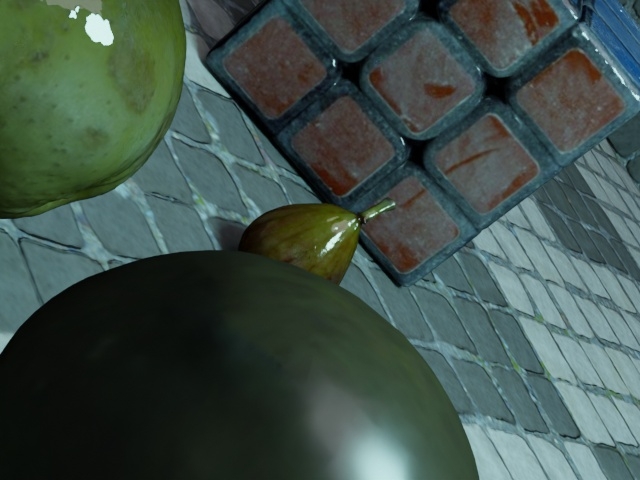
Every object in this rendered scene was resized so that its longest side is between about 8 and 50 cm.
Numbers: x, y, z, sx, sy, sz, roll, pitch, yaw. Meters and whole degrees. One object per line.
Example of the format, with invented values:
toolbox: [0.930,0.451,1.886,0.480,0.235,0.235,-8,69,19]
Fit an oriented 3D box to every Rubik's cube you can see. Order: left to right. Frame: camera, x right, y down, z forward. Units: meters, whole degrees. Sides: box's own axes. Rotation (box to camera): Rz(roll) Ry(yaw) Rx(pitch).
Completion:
Rubik's cube: [0.118,-0.190,1.512,0.305,0.303,0.301,51,20,-8]

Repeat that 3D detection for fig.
fig: [0.000,0.000,1.198,0.089,0.125,0.089,48,18,-21]

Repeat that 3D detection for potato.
potato: [-0.238,-0.149,0.857,0.351,0.202,0.218,30,38,-18]

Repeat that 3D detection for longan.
longan: [-0.049,0.141,0.720,0.243,0.300,0.300,2,37,-9]
